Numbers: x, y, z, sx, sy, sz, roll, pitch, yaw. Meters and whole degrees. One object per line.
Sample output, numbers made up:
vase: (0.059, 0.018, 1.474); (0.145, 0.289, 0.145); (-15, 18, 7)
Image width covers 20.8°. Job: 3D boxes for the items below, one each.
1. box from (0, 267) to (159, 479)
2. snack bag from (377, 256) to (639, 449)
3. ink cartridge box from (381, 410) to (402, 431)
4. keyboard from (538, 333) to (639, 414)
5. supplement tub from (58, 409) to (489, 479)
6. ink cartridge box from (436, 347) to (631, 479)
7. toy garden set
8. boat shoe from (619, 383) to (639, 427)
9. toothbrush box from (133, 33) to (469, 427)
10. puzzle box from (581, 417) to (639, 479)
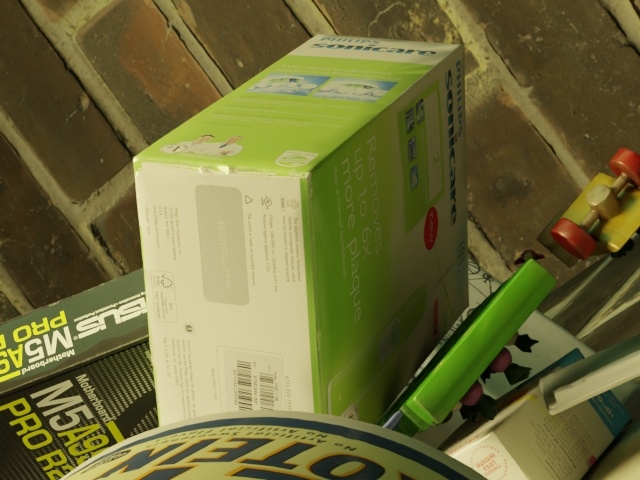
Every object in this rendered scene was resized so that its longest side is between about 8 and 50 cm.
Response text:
box: (-0.165, 0.147, 1.236); (0.216, 0.060, 0.270); (-20, -38, 0)
snack bag: (0.064, 0.079, 1.358); (0.342, 0.323, 0.037); (-22, -33, -56)
ink cartridge box: (-0.029, 0.241, 0.950); (0.186, 0.065, 0.311); (-43, -18, -39)
keyboard: (0.247, 0.039, 1.017); (0.256, 0.014, 0.072); (-25, 2, 6)
supplement tub: (-0.038, 0.183, 0.431); (0.235, 0.235, 0.325); (-37, -2, 12)
ink cartridge box: (0.108, 0.144, 1.076); (0.104, 0.061, 0.181); (-39, -3, 33)
toy garden set: (0.128, 0.050, 1.113); (0.204, 0.049, 0.244); (-49, -4, -9)
boat shoe: (0.243, 0.127, 1.288); (0.142, 0.049, 0.040); (-41, -5, 39)
toothbrush box: (0.000, 0.000, 1.155); (0.122, 0.206, 0.283); (6, 23, 21)
puzzle box: (0.210, 0.135, 0.980); (0.409, 0.052, 0.272); (-37, -3, 29)
